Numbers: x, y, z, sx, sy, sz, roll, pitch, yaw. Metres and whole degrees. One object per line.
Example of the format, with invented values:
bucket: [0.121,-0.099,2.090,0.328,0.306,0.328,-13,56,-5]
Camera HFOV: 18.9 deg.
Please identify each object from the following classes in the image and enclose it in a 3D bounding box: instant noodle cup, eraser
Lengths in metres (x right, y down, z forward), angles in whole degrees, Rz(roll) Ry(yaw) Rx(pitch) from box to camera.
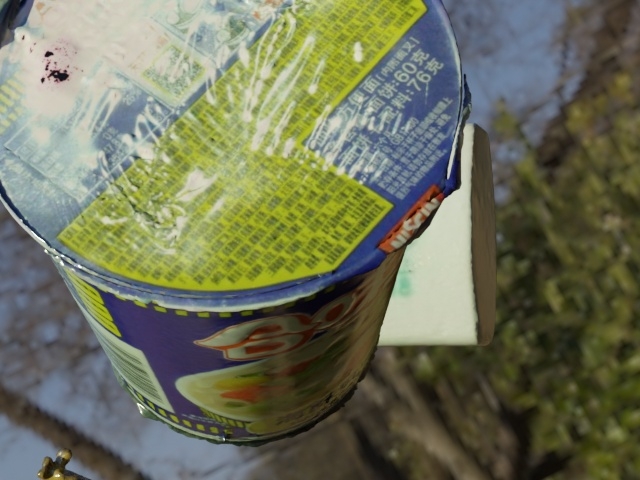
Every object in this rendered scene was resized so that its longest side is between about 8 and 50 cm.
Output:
instant noodle cup: [-0.053,-0.016,1.185,0.284,0.284,0.312,-24,-25,-12]
eraser: [0.000,0.000,1.643,0.290,0.189,0.104,-2,-10,16]

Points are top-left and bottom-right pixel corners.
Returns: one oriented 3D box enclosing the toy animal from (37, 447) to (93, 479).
toy animal: [-0.119,0.254,1.687,0.275,0.054,0.149,32,-24,-33]
